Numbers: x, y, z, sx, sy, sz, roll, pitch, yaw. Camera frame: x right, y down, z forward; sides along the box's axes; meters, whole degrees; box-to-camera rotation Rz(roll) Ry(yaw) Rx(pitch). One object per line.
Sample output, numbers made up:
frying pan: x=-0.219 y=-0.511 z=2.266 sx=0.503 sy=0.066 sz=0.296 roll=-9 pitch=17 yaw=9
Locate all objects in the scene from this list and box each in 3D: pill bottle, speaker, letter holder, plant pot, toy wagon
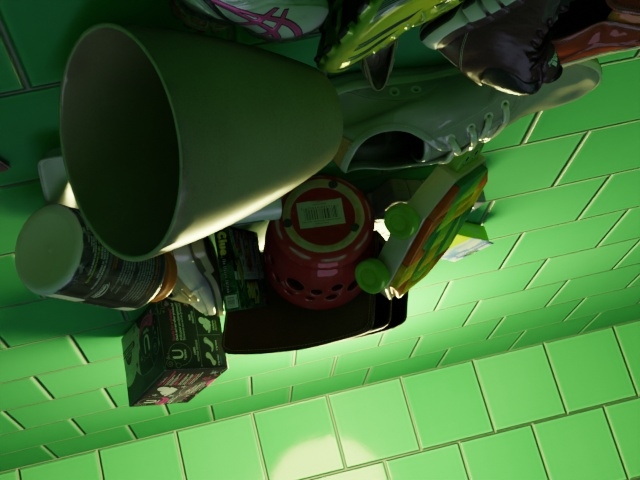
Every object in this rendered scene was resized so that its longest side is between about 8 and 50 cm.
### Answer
pill bottle: x=-0.315 y=0.033 z=1.548 sx=0.130 sy=0.130 sz=0.246 roll=-24 pitch=158 yaw=24
speaker: x=-0.127 y=-0.050 z=1.575 sx=0.136 sy=0.055 sz=0.055 roll=-9 pitch=160 yaw=-19
letter holder: x=-0.007 y=0.132 z=1.928 sx=0.302 sy=0.214 sz=0.152 roll=-11 pitch=144 yaw=25
plant pot: x=0.000 y=0.000 z=1.753 sx=0.191 sy=0.191 sz=0.174 roll=-12 pitch=158 yaw=-8
toy wagon: x=0.187 y=-0.055 z=1.710 sx=0.267 sy=0.068 sz=0.344 roll=-34 pitch=156 yaw=-50
plant pot: x=-0.115 y=-0.125 z=1.212 sx=0.274 sy=0.256 sz=0.256 roll=-12 pitch=163 yaw=-38

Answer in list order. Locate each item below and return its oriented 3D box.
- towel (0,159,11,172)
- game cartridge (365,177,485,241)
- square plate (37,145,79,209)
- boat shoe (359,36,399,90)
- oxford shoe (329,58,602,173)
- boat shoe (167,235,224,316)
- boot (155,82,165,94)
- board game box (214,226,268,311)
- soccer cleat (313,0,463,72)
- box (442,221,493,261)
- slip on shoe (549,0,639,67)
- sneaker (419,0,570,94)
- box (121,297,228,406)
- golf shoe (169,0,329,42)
towel: x=-0.455 y=-0.102 z=1.401 sx=0.060 sy=0.009 sz=0.083 roll=-17 pitch=160 yaw=9
game cartridge: x=0.116 y=-0.014 z=2.002 sx=0.230 sy=0.068 sz=0.355 roll=-5 pitch=159 yaw=-37
square plate: x=-0.231 y=-0.084 z=1.559 sx=0.347 sy=0.049 sz=0.344 roll=-10 pitch=160 yaw=-14
boat shoe: x=0.074 y=-0.244 z=1.339 sx=0.056 sy=0.048 sz=0.153 roll=-12 pitch=161 yaw=-8
oxford shoe: x=0.196 y=-0.178 z=1.501 sx=0.449 sy=0.130 sz=0.169 roll=-11 pitch=158 yaw=-15
boat shoe: x=-0.234 y=0.053 z=1.865 sx=0.103 sy=0.113 sz=0.302 roll=-11 pitch=152 yaw=-1
boot: x=-0.180 y=-0.182 z=1.341 sx=0.114 sy=0.037 sz=0.106 roll=6 pitch=165 yaw=-39
board game box: x=-0.130 y=0.048 z=1.769 sx=0.030 sy=0.136 sz=0.260 roll=-7 pitch=178 yaw=7
soccer cleat: x=0.096 y=-0.269 z=1.200 sx=0.121 sy=0.093 sz=0.289 roll=18 pitch=144 yaw=-28
box: x=0.264 y=-0.001 z=2.166 sx=0.109 sy=0.042 sz=0.178 roll=-27 pitch=158 yaw=32
slip on shoe: x=0.380 y=-0.303 z=1.316 sx=0.331 sy=0.123 sz=0.101 roll=-17 pitch=157 yaw=20
sneaker: x=0.266 y=-0.266 z=1.248 sx=0.162 sy=0.106 sz=0.281 roll=42 pitch=140 yaw=-24
box: x=-0.311 y=0.233 z=2.205 sx=0.142 sy=0.163 sz=0.247 roll=1 pitch=155 yaw=-29
golf shoe: x=-0.065 y=-0.264 z=1.153 sx=0.186 sy=0.067 sz=0.086 roll=-3 pitch=156 yaw=-31
